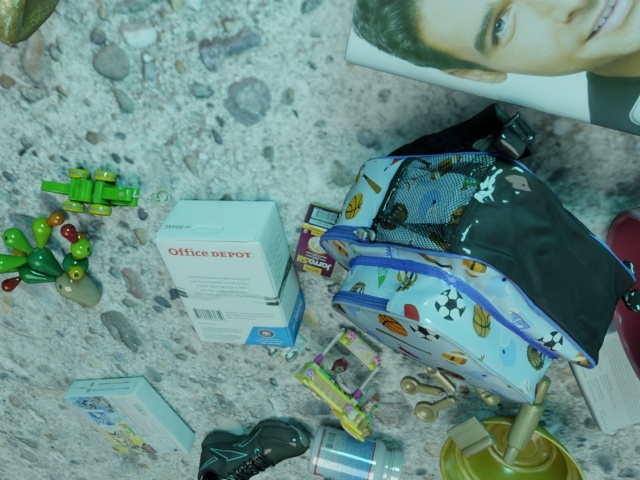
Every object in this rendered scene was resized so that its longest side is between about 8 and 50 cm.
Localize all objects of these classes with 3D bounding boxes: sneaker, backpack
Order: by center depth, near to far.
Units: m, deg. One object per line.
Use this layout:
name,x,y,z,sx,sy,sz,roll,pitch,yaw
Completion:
backpack,0.133,0.025,0.638,0.276,0.213,0.263,42,170,-30
sneaker,-0.132,0.420,1.210,0.267,0.106,0.101,-23,120,33

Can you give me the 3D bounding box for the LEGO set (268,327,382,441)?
LEGO set,0.047,0.225,0.995,0.132,0.107,0.287,20,155,53

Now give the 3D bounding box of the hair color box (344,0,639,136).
hair color box,0.222,-0.199,0.497,0.374,0.114,0.185,16,135,5

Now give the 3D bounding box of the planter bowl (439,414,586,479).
planter bowl,0.302,0.341,0.981,0.217,0.090,0.217,11,118,22

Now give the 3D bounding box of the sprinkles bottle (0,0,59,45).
sprinkles bottle,-0.411,-0.335,0.577,0.355,0.121,0.121,34,133,-15

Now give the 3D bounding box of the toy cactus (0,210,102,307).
toy cactus,-0.408,0.049,0.966,0.218,0.112,0.180,-19,134,22

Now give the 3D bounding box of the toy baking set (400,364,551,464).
toy baking set,0.214,0.206,0.883,0.196,0.030,0.256,25,123,15

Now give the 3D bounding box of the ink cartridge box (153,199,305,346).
ink cartridge box,-0.116,0.047,0.863,0.148,0.086,0.203,2,132,16

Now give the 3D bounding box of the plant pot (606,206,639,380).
plant pot,0.410,0.052,0.631,0.180,0.201,0.201,-9,130,7

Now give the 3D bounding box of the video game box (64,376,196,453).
video game box,-0.380,0.355,1.273,0.186,0.048,0.205,-10,128,24

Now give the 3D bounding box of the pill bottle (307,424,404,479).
pill bottle,0.063,0.389,1.127,0.160,0.087,0.087,13,135,7

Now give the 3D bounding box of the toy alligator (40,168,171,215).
toy alligator,-0.278,-0.060,0.845,0.189,0.056,0.051,6,176,12

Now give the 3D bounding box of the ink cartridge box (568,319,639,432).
ink cartridge box,0.441,0.142,0.807,0.232,0.066,0.189,-26,122,11

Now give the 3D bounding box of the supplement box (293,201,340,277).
supplement box,0.000,0.000,0.810,0.054,0.043,0.083,16,136,1
